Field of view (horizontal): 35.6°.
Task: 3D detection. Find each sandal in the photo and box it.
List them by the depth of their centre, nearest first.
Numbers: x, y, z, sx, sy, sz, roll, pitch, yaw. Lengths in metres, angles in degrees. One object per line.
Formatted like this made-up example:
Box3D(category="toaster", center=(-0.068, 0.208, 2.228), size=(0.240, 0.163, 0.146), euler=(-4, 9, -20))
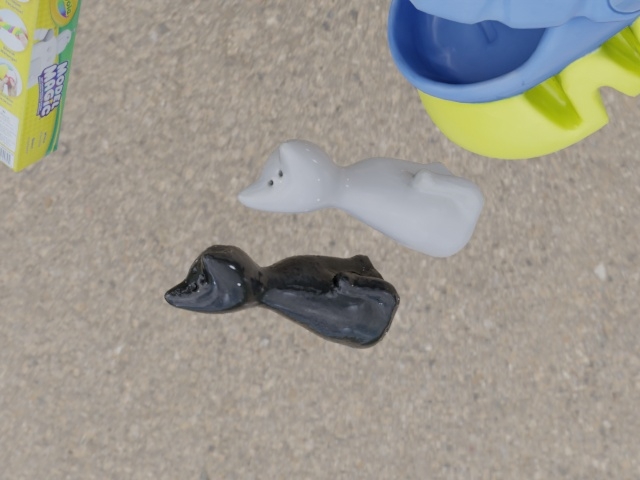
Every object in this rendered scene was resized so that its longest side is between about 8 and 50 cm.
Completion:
Box3D(category="sandal", center=(0.120, -0.148, 0.296), size=(0.138, 0.126, 0.317), euler=(15, 129, -46))

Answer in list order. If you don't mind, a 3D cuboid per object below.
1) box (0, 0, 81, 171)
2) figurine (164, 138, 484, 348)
Box3D(category="box", center=(-0.202, -0.142, 0.616), size=(0.105, 0.043, 0.179), euler=(36, 135, 13))
Box3D(category="figurine", center=(0.000, 0.000, 0.854), size=(0.210, 0.092, 0.215), euler=(9, 133, -35))
